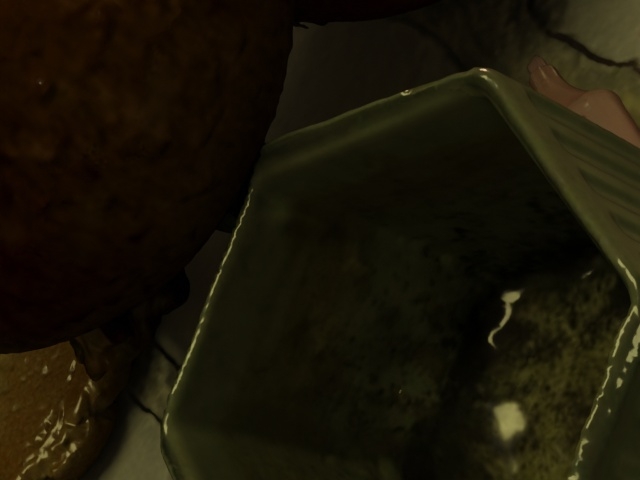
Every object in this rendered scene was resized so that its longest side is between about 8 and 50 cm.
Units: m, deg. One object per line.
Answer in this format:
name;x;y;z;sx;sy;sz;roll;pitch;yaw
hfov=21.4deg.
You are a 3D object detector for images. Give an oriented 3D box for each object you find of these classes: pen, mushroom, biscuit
pen;0.141;-0.023;0.808;0.053;0.032;0.197;-40;48;17
mushroom;-0.126;-0.096;0.787;0.334;0.356;0.331;-54;37;14
biscuit;-0.193;0.079;1.028;0.226;0.042;0.226;-20;54;29

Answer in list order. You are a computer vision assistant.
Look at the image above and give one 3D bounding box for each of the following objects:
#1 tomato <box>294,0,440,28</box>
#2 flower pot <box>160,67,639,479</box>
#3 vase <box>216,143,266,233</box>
tomato;0.002;-0.275;0.884;0.303;0.303;0.239;4;33;42
flower pot;0.078;0.070;0.676;0.209;0.190;0.239;18;87;46
vase;0.000;0.000;0.896;0.167;0.059;0.059;34;91;45
